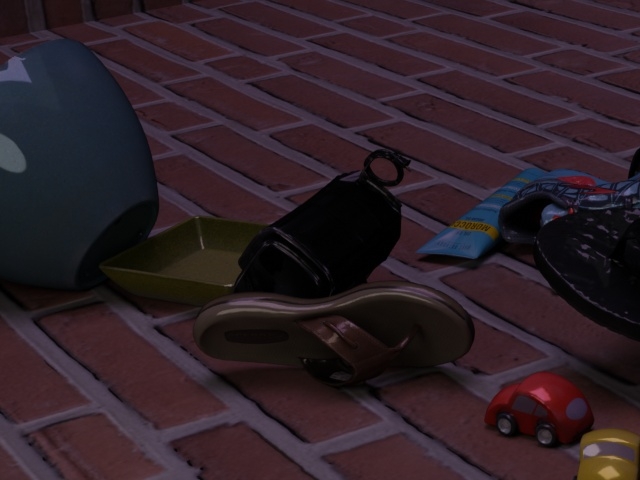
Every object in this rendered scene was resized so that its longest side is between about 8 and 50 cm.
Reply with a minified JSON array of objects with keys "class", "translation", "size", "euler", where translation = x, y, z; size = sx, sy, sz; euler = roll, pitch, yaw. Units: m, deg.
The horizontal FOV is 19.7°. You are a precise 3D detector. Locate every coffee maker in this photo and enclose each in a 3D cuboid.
[{"class":"coffee maker","translation":[0.000,0.000,1.944],"size":[0.120,0.171,0.178],"euler":[20,29,19]}]

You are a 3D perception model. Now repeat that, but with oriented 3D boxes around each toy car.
[{"class":"toy car","translation":[0.282,0.151,1.603],"size":[0.225,0.053,0.239],"euler":[-11,20,-15]}]

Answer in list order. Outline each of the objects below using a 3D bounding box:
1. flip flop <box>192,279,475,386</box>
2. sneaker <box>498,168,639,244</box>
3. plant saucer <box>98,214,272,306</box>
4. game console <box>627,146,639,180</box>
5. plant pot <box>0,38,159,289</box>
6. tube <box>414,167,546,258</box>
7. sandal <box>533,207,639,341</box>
[{"class":"flip flop","translation":[0.011,0.100,1.775],"size":[0.277,0.112,0.080],"euler":[0,45,8]},{"class":"sneaker","translation":[0.302,-0.015,2.026],"size":[0.125,0.104,0.262],"euler":[-22,15,-35]},{"class":"plant saucer","translation":[-0.121,0.029,2.083],"size":[0.188,0.045,0.188],"euler":[7,22,33]},{"class":"game console","translation":[0.457,-0.066,2.003],"size":[0.044,0.213,0.361],"euler":[26,-9,-30]},{"class":"plant pot","translation":[-0.298,-0.057,2.103],"size":[0.195,0.290,0.290],"euler":[41,37,15]},{"class":"tube","translation":[0.200,-0.023,2.151],"size":[0.080,0.052,0.207],"euler":[0,24,40]},{"class":"sandal","translation":[0.403,0.041,1.640],"size":[0.446,0.107,0.167],"euler":[22,42,26]}]
